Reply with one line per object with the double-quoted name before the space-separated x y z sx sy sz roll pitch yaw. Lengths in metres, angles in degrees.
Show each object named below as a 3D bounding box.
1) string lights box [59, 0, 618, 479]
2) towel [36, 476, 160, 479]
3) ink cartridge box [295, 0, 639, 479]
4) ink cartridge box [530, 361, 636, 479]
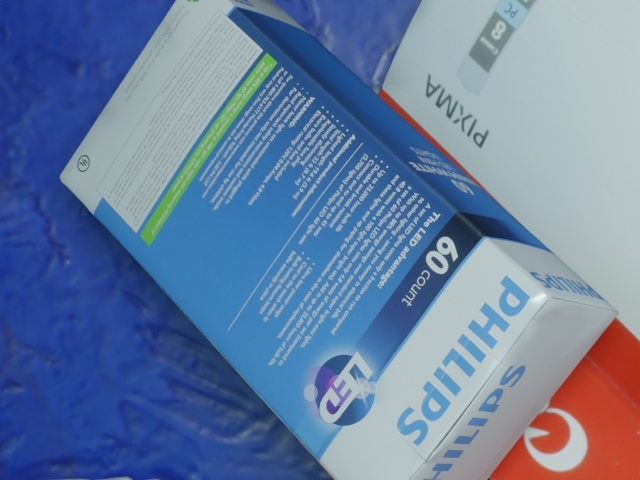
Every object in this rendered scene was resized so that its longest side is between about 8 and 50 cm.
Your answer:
"string lights box" 0.000 0.000 0.823 0.260 0.076 0.133 45 108 29
"towel" -0.243 0.297 0.886 0.374 0.090 0.321 -8 81 7
"ink cartridge box" 0.140 -0.016 0.808 0.385 0.091 0.308 -44 62 1
"ink cartridge box" 0.147 0.150 0.850 0.104 0.060 0.180 32 88 10
